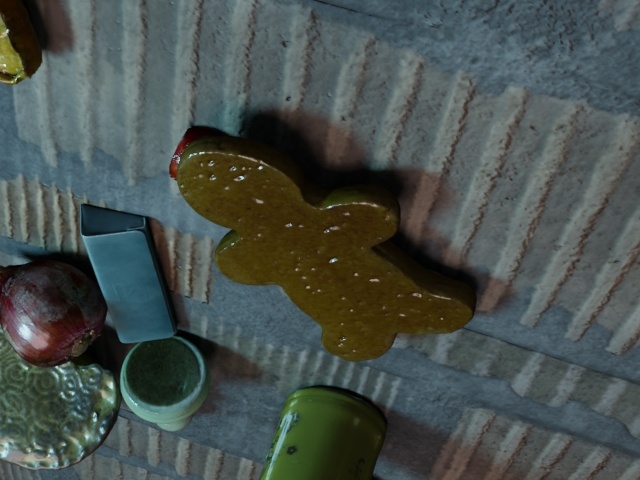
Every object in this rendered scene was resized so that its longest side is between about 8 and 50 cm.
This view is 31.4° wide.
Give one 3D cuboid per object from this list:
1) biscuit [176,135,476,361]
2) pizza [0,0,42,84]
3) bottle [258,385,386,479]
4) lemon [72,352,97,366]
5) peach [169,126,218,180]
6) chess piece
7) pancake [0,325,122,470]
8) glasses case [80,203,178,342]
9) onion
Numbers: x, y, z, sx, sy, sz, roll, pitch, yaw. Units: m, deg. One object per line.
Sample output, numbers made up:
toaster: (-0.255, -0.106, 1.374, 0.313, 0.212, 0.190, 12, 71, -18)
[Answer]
biscuit: (0.000, -0.001, 1.407, 0.283, 0.064, 0.432, -22, 131, 39)
pizza: (-0.435, -0.261, 1.285, 0.287, 0.074, 0.251, -19, 128, 44)
bottle: (-0.026, 0.409, 1.727, 0.171, 0.351, 0.171, 15, 144, 11)
lemon: (-0.454, 0.260, 1.886, 0.231, 0.192, 0.192, 26, 145, -4)
peach: (-0.154, -0.096, 1.384, 0.083, 0.050, 0.077, -6, 136, 38)
chess piece: (-0.246, 0.255, 1.856, 0.139, 0.139, 0.272, 18, 157, 4)
pancake: (-0.444, 0.210, 1.775, 0.288, 0.286, 0.033, 19, 178, 1)
glasses case: (-0.281, 0.060, 1.649, 0.105, 0.056, 0.266, 12, 144, 14)
onion: (-0.416, 0.094, 1.688, 0.195, 0.159, 0.159, 40, 146, 8)
